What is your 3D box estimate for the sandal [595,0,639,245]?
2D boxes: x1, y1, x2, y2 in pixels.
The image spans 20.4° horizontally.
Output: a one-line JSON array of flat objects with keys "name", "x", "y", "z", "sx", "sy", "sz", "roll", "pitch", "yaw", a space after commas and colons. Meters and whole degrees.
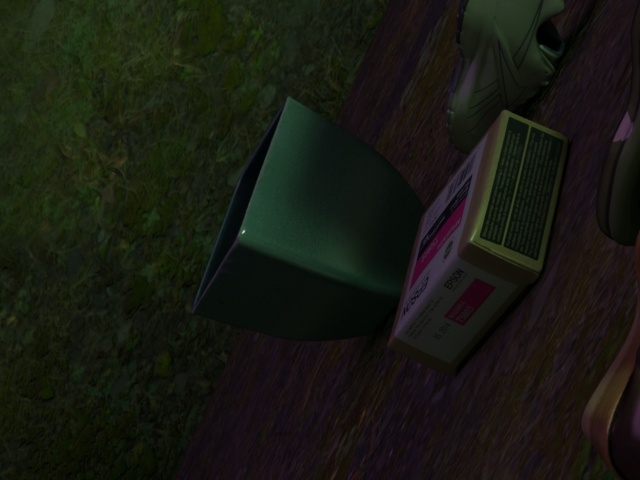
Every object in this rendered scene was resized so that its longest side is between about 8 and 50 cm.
[{"name": "sandal", "x": 0.304, "y": -0.128, "z": 1.431, "sx": 0.120, "sy": 0.086, "sz": 0.302, "roll": -22, "pitch": -50, "yaw": -46}]

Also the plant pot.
[{"name": "plant pot", "x": 0.000, "y": 0.000, "z": 2.454, "sx": 0.248, "sy": 0.252, "sz": 0.247, "roll": 126, "pitch": 164, "yaw": -57}]

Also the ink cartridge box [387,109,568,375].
[{"name": "ink cartridge box", "x": 0.169, "y": 0.004, "z": 1.923, "sx": 0.234, "sy": 0.088, "sz": 0.193, "roll": 124, "pitch": 168, "yaw": -51}]

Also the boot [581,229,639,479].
[{"name": "boot", "x": 0.276, "y": 0.060, "z": 1.179, "sx": 0.248, "sy": 0.090, "sz": 0.207, "roll": -66, "pitch": 20, "yaw": -1}]

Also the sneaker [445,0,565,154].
[{"name": "sneaker", "x": 0.220, "y": -0.202, "z": 2.117, "sx": 0.297, "sy": 0.129, "sz": 0.111, "roll": 93, "pitch": -171, "yaw": -53}]
